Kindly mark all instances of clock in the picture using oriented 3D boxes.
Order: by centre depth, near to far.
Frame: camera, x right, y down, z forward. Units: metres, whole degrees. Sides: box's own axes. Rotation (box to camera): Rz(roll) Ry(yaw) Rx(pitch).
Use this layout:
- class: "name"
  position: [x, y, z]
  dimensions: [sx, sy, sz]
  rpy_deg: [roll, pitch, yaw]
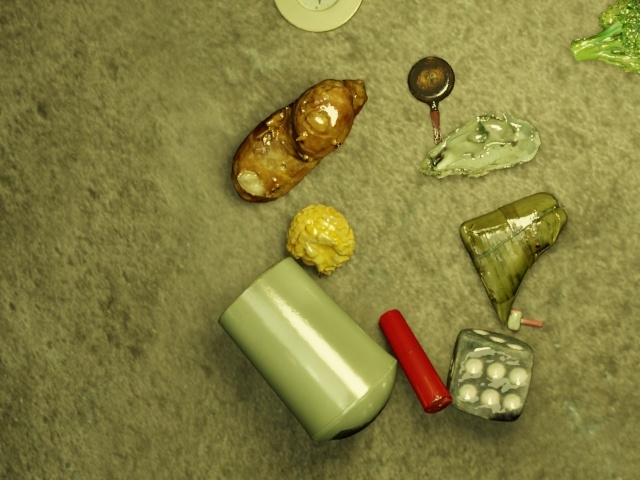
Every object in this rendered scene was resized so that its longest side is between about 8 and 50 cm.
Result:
- class: "clock"
  position: [-0.004, -0.631, 1.945]
  dimensions: [0.235, 0.029, 0.235]
  rpy_deg: [1, 98, 10]

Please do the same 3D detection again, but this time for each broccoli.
- class: "broccoli"
  position: [0.656, -0.452, 1.762]
  dimensions: [0.194, 0.220, 0.194]
  rpy_deg: [6, 142, 5]

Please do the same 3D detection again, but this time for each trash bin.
- class: "trash bin"
  position: [-0.019, 0.276, 1.925]
  dimensions: [0.280, 0.280, 0.432]
  rpy_deg: [-44, 83, 12]

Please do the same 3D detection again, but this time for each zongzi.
- class: "zongzi"
  position: [0.489, 0.041, 1.871]
  dimensions: [0.250, 0.125, 0.274]
  rpy_deg: [-23, 94, 20]

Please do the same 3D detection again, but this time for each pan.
- class: "pan"
  position: [0.271, -0.339, 1.915]
  dimensions: [0.114, 0.040, 0.212]
  rpy_deg: [-4, 95, 17]

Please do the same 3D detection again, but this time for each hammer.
- class: "hammer"
  position: [0.501, 0.198, 1.935]
  dimensions: [0.083, 0.031, 0.053]
  rpy_deg: [9, 101, 4]

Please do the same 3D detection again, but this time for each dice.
- class: "dice"
  position: [0.401, 0.319, 1.890]
  dimensions: [0.182, 0.183, 0.182]
  rpy_deg: [11, 97, 8]

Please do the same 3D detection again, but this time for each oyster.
- class: "oyster"
  position: [0.383, -0.208, 1.882]
  dimensions: [0.199, 0.087, 0.252]
  rpy_deg: [42, 95, 14]

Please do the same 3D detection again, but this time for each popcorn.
- class: "popcorn"
  position: [0.000, 0.000, 1.959]
  dimensions: [0.180, 0.180, 0.170]
  rpy_deg: [18, 71, 9]

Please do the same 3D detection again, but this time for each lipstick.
- class: "lipstick"
  position: [0.223, 0.288, 1.900]
  dimensions: [0.073, 0.073, 0.280]
  rpy_deg: [-39, 48, 13]

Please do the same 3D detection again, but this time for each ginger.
- class: "ginger"
  position: [-0.067, -0.236, 1.898]
  dimensions: [0.418, 0.254, 0.176]
  rpy_deg: [-37, 94, 18]
